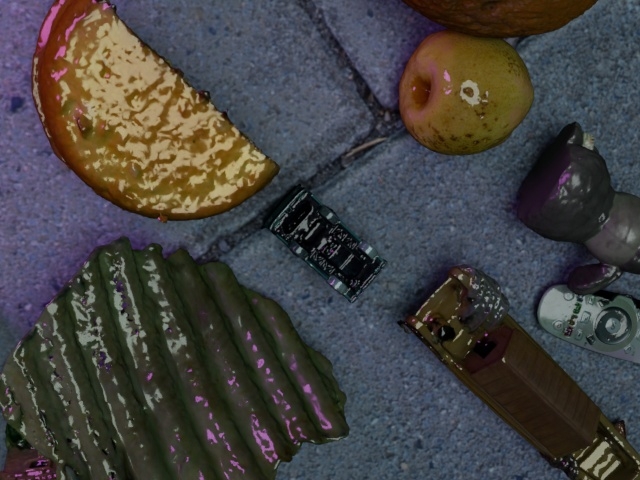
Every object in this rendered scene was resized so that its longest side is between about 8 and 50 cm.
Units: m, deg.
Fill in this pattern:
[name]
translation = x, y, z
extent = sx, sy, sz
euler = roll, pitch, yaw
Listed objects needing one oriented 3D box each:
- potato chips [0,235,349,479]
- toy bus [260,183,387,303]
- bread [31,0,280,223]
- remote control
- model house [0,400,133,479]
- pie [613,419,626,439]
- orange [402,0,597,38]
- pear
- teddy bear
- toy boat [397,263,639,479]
[potato chips]
translation = -0.163, 0.178, 1.151
extent = 0.389, 0.097, 0.373
euler = 45, 54, -4
[toy bus]
translation = 0.000, 0.000, 1.255
extent = 0.160, 0.092, 0.079
euler = 42, 87, -23
[bread]
translation = -0.217, -0.128, 1.127
extent = 0.179, 0.194, 0.340
euler = -47, 111, -3
[remote control]
translation = 0.437, 0.124, 1.405
extent = 0.256, 0.045, 0.097
euler = 19, 94, -12
[model house]
translation = -0.291, 0.309, 1.196
extent = 0.214, 0.189, 0.195
euler = -3, 103, -10
[pie]
translation = 0.443, 0.366, 1.455
extent = 0.092, 0.034, 0.169
euler = -19, 104, -13
[orange]
translation = 0.216, -0.424, 1.113
extent = 0.322, 0.322, 0.356
euler = 13, 78, -15
[pear]
translation = 0.192, -0.192, 1.238
extent = 0.178, 0.178, 0.177
euler = -2, 101, -13
[teddy bear]
translation = 0.378, -0.022, 1.323
extent = 0.251, 0.144, 0.171
euler = 40, 110, -16
[toy boat]
translation = 0.304, 0.210, 1.329
extent = 0.445, 0.162, 0.136
euler = 44, 86, -16
